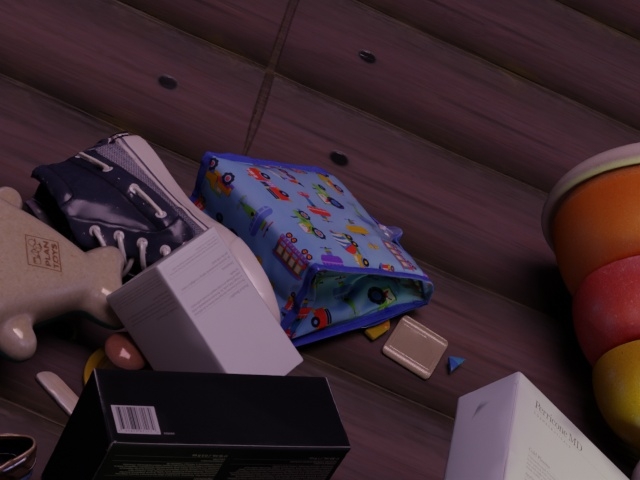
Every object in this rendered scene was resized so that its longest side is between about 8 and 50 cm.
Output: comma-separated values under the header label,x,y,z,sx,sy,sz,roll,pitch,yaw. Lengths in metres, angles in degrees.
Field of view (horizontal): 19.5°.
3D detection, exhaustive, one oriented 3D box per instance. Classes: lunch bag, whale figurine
label,x,y,z,sx,sy,sz,roll,pitch,yaw
lunch bag,0.000,0.000,2.283,0.293,0.138,0.221,-7,45,-47
whale figurine,-0.341,0.046,2.015,0.272,0.141,0.216,10,53,-33

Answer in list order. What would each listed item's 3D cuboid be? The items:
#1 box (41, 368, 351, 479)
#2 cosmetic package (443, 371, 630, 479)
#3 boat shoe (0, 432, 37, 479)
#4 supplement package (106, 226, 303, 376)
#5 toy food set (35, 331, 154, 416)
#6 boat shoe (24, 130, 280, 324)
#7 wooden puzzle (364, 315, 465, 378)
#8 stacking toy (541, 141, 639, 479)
label,x,y,z,sx,sy,sz,roll,pitch,yaw
box,-0.129,0.226,1.907,0.261,0.184,0.103,5,44,-27
cosmetic package,0.271,0.362,1.943,0.377,0.097,0.284,44,40,-24
boat shoe,-0.369,0.221,1.861,0.183,0.066,0.066,-9,53,-37
supplement package,-0.125,0.096,2.012,0.105,0.105,0.179,-36,95,-46
toy food set,-0.186,0.142,2.052,0.218,0.071,0.128,-17,58,-41
boat shoe,-0.202,0.019,2.150,0.158,0.127,0.340,-21,52,-36
wooden puzzle,0.115,0.131,2.291,0.116,0.014,0.078,36,44,9
stacking toy,0.433,0.147,2.300,0.350,0.350,0.480,18,58,-14
